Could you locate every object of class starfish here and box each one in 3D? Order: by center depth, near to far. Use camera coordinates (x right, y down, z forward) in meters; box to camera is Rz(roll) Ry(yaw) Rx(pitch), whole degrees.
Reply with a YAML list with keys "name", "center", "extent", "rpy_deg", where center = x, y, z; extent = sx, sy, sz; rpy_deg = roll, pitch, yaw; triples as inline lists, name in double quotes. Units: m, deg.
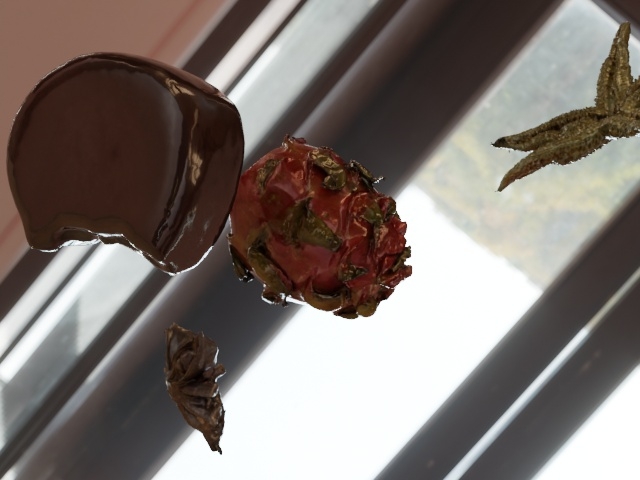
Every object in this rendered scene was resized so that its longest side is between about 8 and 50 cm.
- name: "starfish"
  center: [0.375, -0.165, 1.686]
  extent: [0.078, 0.347, 0.358]
  rpy_deg: [50, -172, -18]

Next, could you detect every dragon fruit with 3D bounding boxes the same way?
- name: "dragon fruit"
  center: [0.000, 0.000, 1.960]
  extent: [0.291, 0.269, 0.250]
  rpy_deg: [46, 178, 16]

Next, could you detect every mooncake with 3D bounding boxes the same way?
- name: "mooncake"
  center: [-0.254, -0.097, 1.716]
  extent: [0.174, 0.326, 0.333]
  rpy_deg: [11, -126, -63]

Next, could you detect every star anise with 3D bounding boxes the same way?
- name: "star anise"
  center: [-0.113, 0.121, 1.158]
  extent: [0.129, 0.056, 0.124]
  rpy_deg: [94, 154, -50]
